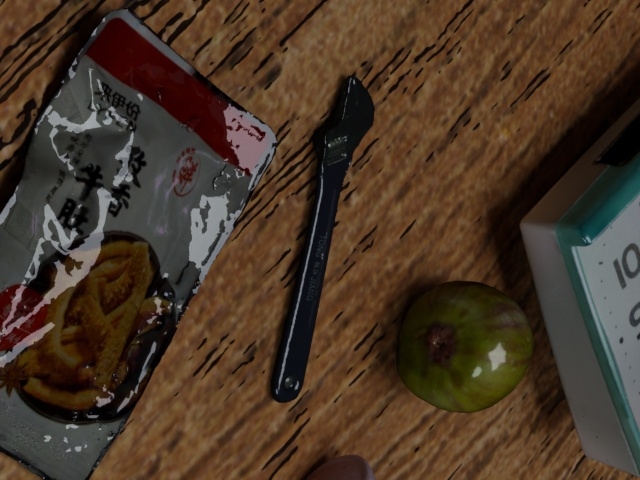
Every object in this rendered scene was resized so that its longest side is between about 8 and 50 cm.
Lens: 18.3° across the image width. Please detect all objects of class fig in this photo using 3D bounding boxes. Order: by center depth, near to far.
[{"bbox_3d":[0.103,0.064,1.342,0.166,0.093,0.093,-33,129,-73],"label":"fig"}]

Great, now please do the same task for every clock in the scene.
[{"bbox_3d":[0.249,0.006,1.460,0.262,0.116,0.231,-44,125,-34],"label":"clock"}]

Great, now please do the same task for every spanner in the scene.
[{"bbox_3d":[0.000,0.000,1.236,0.046,0.012,0.208,9,94,-51],"label":"spanner"}]

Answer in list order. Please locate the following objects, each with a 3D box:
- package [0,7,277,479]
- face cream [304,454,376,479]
[{"bbox_3d":[-0.123,0.006,1.081,0.154,0.030,0.239,41,70,-44],"label":"package"},{"bbox_3d":[0.029,0.237,1.302,0.084,0.057,0.198,-44,128,-33],"label":"face cream"}]
